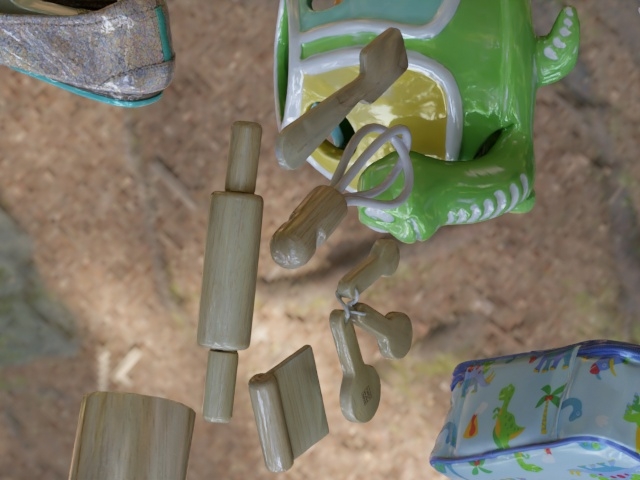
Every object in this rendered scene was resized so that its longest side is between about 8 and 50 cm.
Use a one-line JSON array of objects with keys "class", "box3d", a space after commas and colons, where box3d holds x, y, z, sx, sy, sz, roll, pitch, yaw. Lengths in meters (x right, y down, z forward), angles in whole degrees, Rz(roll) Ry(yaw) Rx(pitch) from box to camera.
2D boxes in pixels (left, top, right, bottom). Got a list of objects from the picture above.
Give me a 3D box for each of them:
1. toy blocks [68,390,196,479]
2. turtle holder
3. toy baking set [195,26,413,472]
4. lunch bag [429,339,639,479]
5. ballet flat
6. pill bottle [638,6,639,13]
[{"class": "toy blocks", "box3d": [-0.243, 0.154, 0.568, 0.288, 0.260, 0.309, -5, 160, 38]}, {"class": "turtle holder", "box3d": [0.079, -0.118, 1.469, 0.227, 0.320, 0.243, 3, 159, -8]}, {"class": "toy baking set", "box3d": [-0.004, 0.001, 0.999, 0.030, 0.197, 0.256, 5, 94, 33]}, {"class": "lunch bag", "box3d": [0.192, 0.139, 1.161, 0.176, 0.090, 0.219, 28, 157, -21]}, {"class": "ballet flat", "box3d": [-0.253, -0.189, 1.358, 0.316, 0.107, 0.106, 12, 118, 16]}, {"class": "pill bottle", "box3d": [0.370, -0.101, 1.483, 0.146, 0.146, 0.264, -25, 91, 52]}]
